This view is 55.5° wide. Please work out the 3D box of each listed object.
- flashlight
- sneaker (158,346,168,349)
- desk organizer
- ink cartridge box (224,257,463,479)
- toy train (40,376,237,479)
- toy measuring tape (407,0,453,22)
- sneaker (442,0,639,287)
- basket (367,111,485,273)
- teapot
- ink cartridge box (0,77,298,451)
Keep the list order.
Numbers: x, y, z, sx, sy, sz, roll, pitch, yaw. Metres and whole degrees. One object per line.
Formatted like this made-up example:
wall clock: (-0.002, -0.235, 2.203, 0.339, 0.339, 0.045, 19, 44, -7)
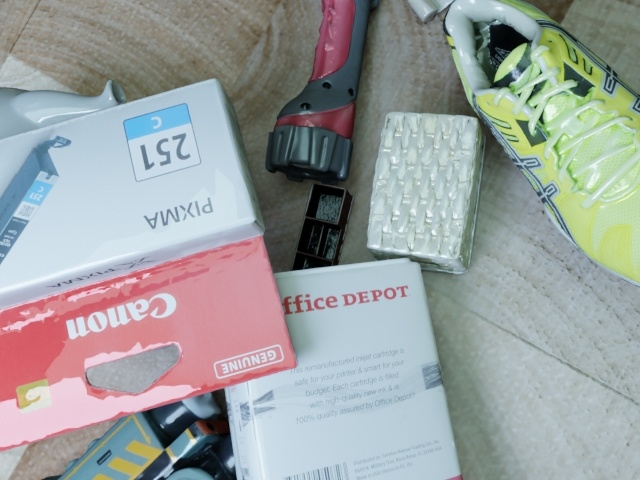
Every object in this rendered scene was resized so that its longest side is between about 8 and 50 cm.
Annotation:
flashlight: (0.005, -0.224, 0.729, 0.103, 0.103, 0.305, 6, 85, 15)
sneaker: (-0.183, -0.010, 0.706, 0.099, 0.153, 0.283, 17, 85, 10)
desk organizer: (0.000, 0.000, 0.722, 0.047, 0.050, 0.130, 12, 85, 13)
ink cartridge box: (0.017, 0.175, 0.620, 0.207, 0.117, 0.283, -5, 78, -22)
toy train: (-0.219, 0.307, 0.685, 0.334, 0.142, 0.190, -44, 67, 2)
toy measuring tape: (0.241, -0.385, 0.698, 0.330, 0.121, 0.121, -36, 77, 5)
sneaker: (0.227, -0.101, 0.573, 0.145, 0.147, 0.385, -51, 45, 25)
basket: (0.117, -0.054, 0.676, 0.113, 0.103, 0.168, 7, 83, 18)
teapot: (-0.321, -0.039, 0.710, 0.186, 0.256, 0.253, 19, 72, -2)
ink cartridge box: (-0.193, 0.023, 0.535, 0.296, 0.066, 0.261, -16, 79, 0)
